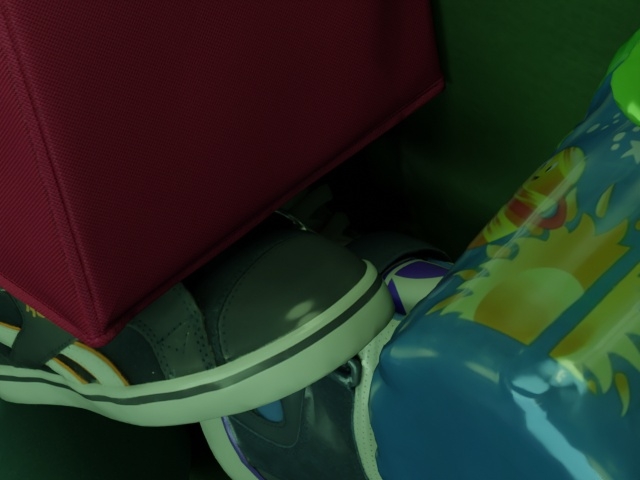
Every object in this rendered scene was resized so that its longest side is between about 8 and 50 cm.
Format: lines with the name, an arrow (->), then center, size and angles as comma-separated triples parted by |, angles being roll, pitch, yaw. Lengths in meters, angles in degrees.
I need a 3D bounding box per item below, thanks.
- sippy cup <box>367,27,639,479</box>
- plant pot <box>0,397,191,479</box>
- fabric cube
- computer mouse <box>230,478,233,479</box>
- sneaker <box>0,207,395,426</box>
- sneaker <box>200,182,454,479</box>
sippy cup -> 0.148, 0.051, 0.804 | 0.240, 0.224, 0.305 | 1, 122, 56
plant pot -> -0.216, 0.172, 1.488 | 0.195, 0.290, 0.290 | 22, 162, -23
fabric cube -> -0.122, -0.155, 0.942 | 0.259, 0.254, 0.258 | 28, 143, 37
computer mouse -> -0.004, 0.250, 1.458 | 0.242, 0.041, 0.071 | 58, 151, -12
sneaker -> -0.105, 0.017, 1.018 | 0.321, 0.126, 0.127 | -5, 117, 47
sneaker -> 0.000, 0.001, 1.104 | 0.236, 0.130, 0.323 | -12, 104, 45
